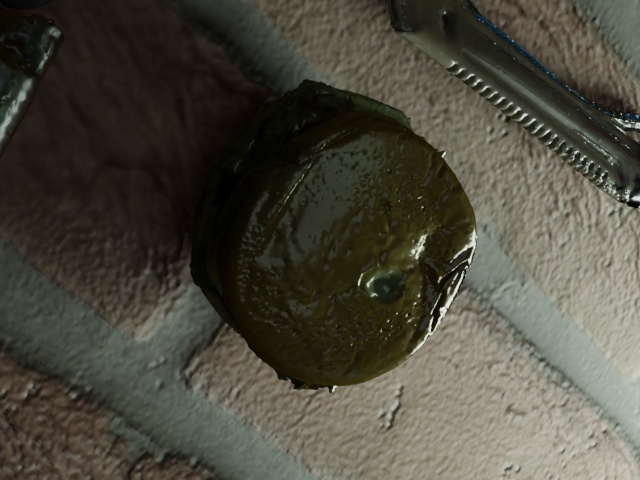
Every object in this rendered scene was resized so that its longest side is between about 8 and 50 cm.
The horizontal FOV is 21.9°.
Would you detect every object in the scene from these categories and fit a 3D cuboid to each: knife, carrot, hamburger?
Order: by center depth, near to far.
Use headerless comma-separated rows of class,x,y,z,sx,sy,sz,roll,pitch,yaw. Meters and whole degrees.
carrot,-0.247,-0.034,1.016,0.070,0.070,0.260,37,80,-39
hamburger,0.000,0.000,1.181,0.189,0.122,0.215,19,97,-33
knife,0.173,-0.118,1.329,0.365,0.043,0.089,29,53,-37

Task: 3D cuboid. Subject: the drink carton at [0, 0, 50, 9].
drink carton,-0.142,-0.234,0.955,0.185,0.189,0.191,-49,127,-7
